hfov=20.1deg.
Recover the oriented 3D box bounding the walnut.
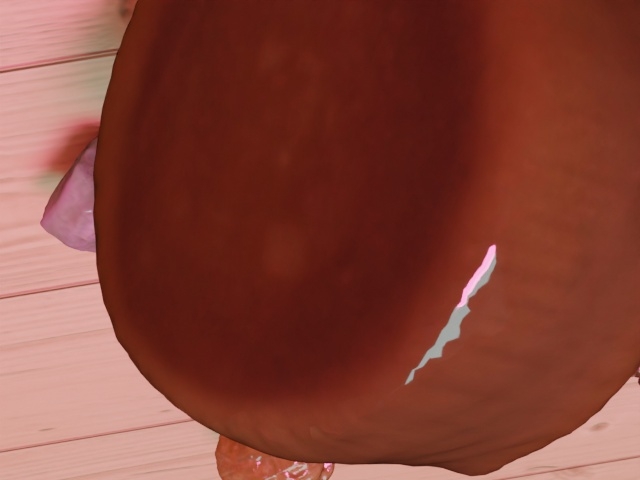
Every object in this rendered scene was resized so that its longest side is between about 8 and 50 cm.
[{"bbox_3d":[-0.034,0.157,1.351,0.096,0.082,0.079,-12,-177,19],"label":"walnut"}]

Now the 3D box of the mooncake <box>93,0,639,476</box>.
[{"bbox_3d":[0.034,-0.039,0.793,0.155,0.284,0.284,8,148,-42],"label":"mooncake"}]

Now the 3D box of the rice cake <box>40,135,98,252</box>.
[{"bbox_3d":[0.000,0.000,1.087,0.365,0.056,0.072,13,139,-36],"label":"rice cake"}]

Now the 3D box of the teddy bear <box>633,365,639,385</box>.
[{"bbox_3d":[0.370,0.042,1.215,0.296,0.222,0.246,-52,143,-9],"label":"teddy bear"}]
